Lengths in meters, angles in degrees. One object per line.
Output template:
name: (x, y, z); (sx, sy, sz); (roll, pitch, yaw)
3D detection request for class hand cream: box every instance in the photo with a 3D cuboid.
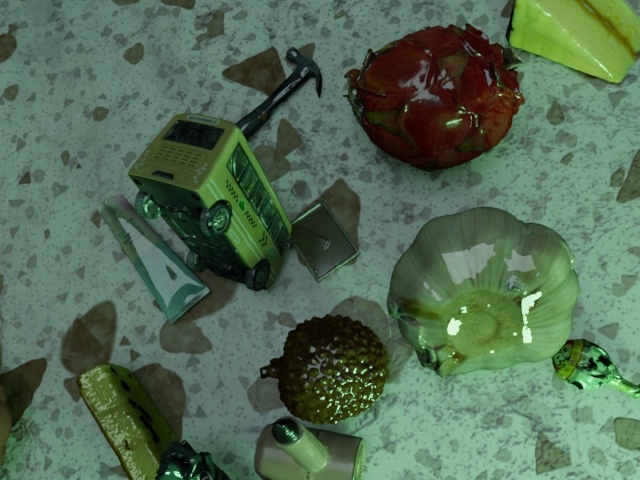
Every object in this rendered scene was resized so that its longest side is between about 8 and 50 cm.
hand cream: (-0.377, 0.032, 1.259); (0.111, 0.070, 0.312); (-41, 73, -5)

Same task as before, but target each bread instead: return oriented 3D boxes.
bread: (0.534, -0.464, 1.161); (0.264, 0.163, 0.167); (28, 80, 18)
bread: (-0.334, 0.387, 1.097); (0.077, 0.138, 0.361); (-40, 69, -4)

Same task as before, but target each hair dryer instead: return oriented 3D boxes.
hair dryer: (-0.041, 0.333, 0.942); (0.189, 0.344, 0.106); (6, 60, 15)

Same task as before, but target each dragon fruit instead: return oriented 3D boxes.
dragon fruit: (0.224, -0.277, 1.117); (0.342, 0.277, 0.277); (-18, 70, 5)

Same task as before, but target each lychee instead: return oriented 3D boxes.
lychee: (0.007, 0.232, 1.046); (0.238, 0.200, 0.200); (0, 72, 0)

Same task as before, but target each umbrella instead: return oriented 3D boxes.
umbrella: (-0.123, 0.456, 0.993); (0.349, 0.143, 0.094); (33, 87, -3)

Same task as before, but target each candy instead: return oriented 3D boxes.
candy: (0.545, 0.267, 0.981); (0.305, 0.083, 0.091); (30, 44, 12)

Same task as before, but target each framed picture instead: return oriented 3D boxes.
framed picture: (0.000, 0.000, 1.214); (0.109, 0.011, 0.149); (-34, 69, 0)

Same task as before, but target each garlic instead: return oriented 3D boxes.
garlic: (0.276, 0.087, 0.984); (0.322, 0.322, 0.241); (-21, 44, 5)

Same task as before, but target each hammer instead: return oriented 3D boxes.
hammer: (-0.113, -0.309, 1.322); (0.137, 0.037, 0.290); (41, 85, 22)

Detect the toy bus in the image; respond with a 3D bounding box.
toy bus: (-0.182, -0.057, 1.088); (0.177, 0.365, 0.202); (16, 65, 24)

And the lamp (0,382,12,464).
lamp: (-0.783, 0.384, 1.142); (0.305, 0.239, 0.305); (-3, 73, 10)
